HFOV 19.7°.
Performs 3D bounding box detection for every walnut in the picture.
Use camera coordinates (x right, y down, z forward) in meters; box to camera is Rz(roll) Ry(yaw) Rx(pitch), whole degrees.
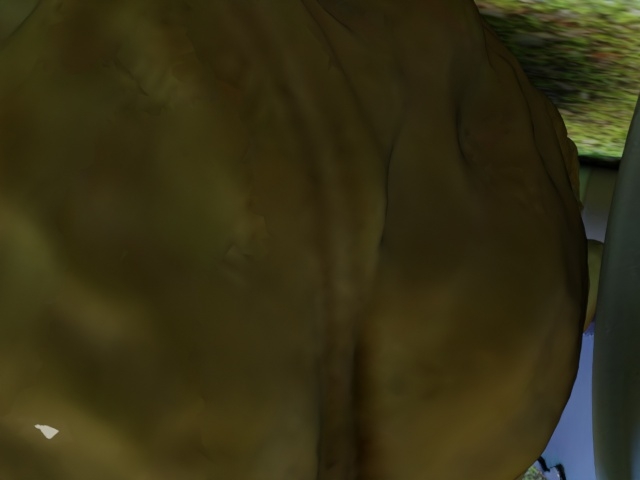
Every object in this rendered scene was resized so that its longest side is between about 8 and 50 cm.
[{"bbox_3d":[-0.068,-0.006,0.434,0.224,0.257,0.257,-18,-169,-33],"label":"walnut"}]

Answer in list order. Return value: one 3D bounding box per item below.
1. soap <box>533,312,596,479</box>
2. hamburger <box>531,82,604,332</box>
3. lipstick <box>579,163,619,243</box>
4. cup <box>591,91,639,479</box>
[{"bbox_3d":[0.251,0.088,0.979,0.285,0.107,0.296,4,-168,-16],"label":"soap"},{"bbox_3d":[0.000,0.000,0.747,0.243,0.146,0.286,11,165,-41],"label":"hamburger"},{"bbox_3d":[0.164,0.001,0.917,0.254,0.070,0.070,8,174,14],"label":"lipstick"},{"bbox_3d":[0.242,0.027,0.359,0.317,0.212,0.212,10,175,-20],"label":"cup"}]
